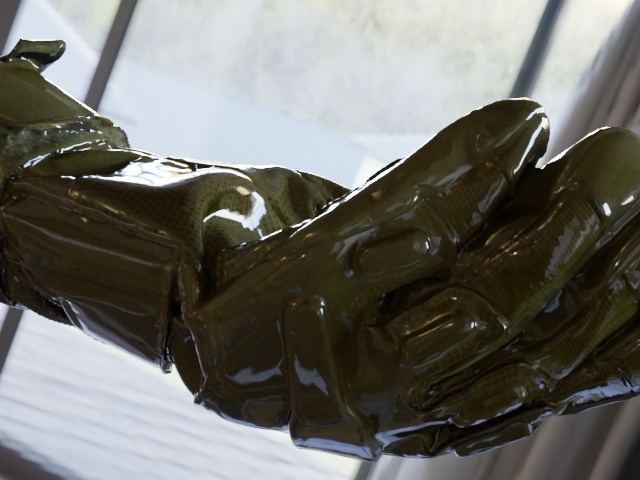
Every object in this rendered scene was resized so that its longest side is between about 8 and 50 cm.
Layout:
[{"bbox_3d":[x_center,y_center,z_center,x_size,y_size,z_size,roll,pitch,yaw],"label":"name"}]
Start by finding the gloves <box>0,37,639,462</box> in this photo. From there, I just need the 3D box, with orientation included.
[{"bbox_3d":[-0.007,0.013,0.608,0.331,0.141,0.154,14,-30,9],"label":"gloves"}]
